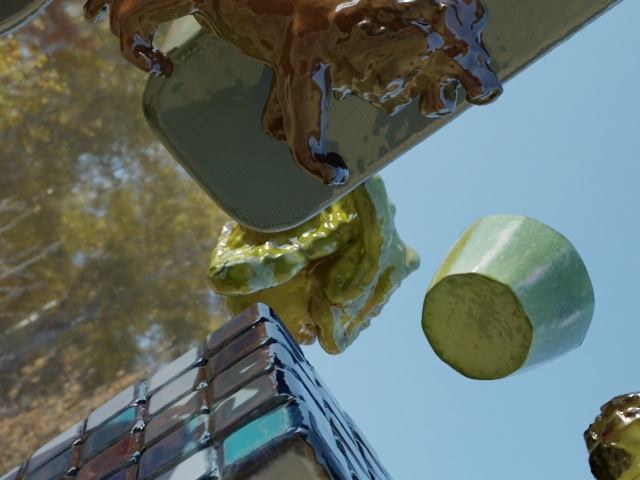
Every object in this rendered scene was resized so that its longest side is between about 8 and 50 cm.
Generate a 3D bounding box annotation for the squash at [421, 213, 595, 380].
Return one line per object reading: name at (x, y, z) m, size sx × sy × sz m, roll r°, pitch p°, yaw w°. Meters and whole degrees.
squash at (0.182, 0.066, 1.113) m, size 0.170 × 0.123 × 0.170 m, roll 14°, pitch -63°, yaw 28°

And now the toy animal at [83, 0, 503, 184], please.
toy animal at (-0.026, -0.150, 0.745) m, size 0.312 × 0.097 × 0.158 m, roll 33°, pitch -78°, yaw 14°

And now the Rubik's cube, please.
Rubik's cube at (-0.066, 0.260, 0.760) m, size 0.293 × 0.292 × 0.287 m, roll 54°, pitch 2°, yaw -13°

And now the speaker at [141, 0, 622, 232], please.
speaker at (0.057, -0.200, 0.873) m, size 0.183 × 0.406 × 0.184 m, roll 49°, pitch 15°, yaw -25°

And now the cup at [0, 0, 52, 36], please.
cup at (-0.334, -0.324, 0.828) m, size 0.257 × 0.227 × 0.301 m, roll 46°, pitch -21°, yaw 46°

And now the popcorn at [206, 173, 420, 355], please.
popcorn at (0.001, 0.010, 1.527) m, size 0.290 × 0.321 × 0.325 m, roll 38°, pitch -48°, yaw -22°

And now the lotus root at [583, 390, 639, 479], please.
lotus root at (0.197, 0.229, 0.564) m, size 0.173 × 0.173 × 0.309 m, roll 153°, pitch -65°, yaw -62°
